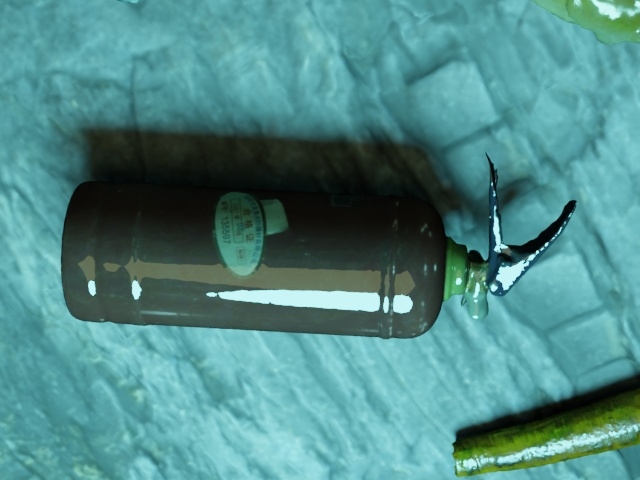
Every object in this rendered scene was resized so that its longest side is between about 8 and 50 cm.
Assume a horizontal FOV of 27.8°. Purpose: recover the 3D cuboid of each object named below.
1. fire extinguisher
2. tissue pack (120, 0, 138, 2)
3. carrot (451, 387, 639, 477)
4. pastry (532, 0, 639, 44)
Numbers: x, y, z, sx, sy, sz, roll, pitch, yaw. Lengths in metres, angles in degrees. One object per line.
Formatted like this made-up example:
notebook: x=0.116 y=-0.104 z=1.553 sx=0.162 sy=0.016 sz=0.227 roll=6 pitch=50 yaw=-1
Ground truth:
fire extinguisher: x=0.000 y=0.000 z=0.893 sx=0.344 sy=0.102 sz=0.138 roll=2 pitch=114 yaw=4
tissue pack: x=-0.242 y=-0.269 z=0.735 sx=0.316 sy=0.103 sz=0.228 roll=16 pitch=152 yaw=-3
carrot: x=0.180 y=0.149 z=0.986 sx=0.171 sy=0.042 sz=0.042 roll=-16 pitch=114 yaw=14
pastry: x=0.195 y=-0.275 z=0.721 sx=0.330 sy=0.136 sz=0.329 roll=2 pitch=115 yaw=3
